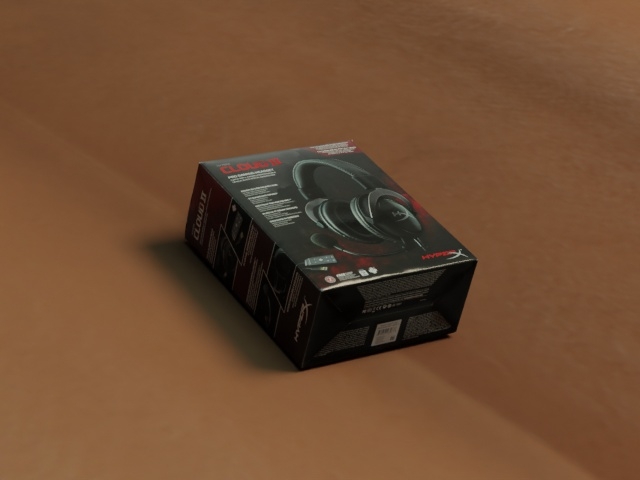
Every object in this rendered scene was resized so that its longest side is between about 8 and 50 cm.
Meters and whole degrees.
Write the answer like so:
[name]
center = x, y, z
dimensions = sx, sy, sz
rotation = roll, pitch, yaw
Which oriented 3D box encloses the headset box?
[headset box]
center = 0.000, 0.000, 0.567
dimensions = 0.062, 0.032, 0.083
rotation = -10, 40, -33
